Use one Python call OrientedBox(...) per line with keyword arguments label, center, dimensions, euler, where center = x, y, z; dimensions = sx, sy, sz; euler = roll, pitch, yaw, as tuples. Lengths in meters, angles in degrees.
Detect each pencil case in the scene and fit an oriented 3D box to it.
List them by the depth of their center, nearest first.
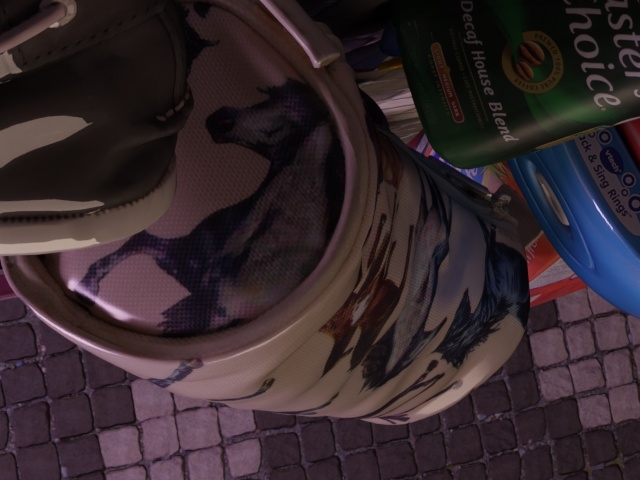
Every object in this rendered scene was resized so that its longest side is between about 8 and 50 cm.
OrientedBox(label="pencil case", center=(0.000, 0.000, 0.698), dimensions=(0.183, 0.160, 0.410), euler=(-53, 160, 3))

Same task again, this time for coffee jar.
OrientedBox(label="coffee jar", center=(0.127, -0.092, 0.563), dimensions=(0.184, 0.096, 0.079), euler=(-12, -169, 37))

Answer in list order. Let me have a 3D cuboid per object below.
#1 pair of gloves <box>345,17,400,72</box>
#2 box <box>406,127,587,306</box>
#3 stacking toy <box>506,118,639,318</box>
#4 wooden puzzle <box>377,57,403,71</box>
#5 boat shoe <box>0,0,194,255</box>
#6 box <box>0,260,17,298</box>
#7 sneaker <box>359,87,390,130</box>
OrientedBox(label="pair of gloves", center=(0.099, -0.126, 0.772), dimensions=(0.159, 0.023, 0.198), euler=(-13, 179, 44))
OrientedBox(label="box", center=(0.222, -0.060, 1.012), dimensions=(0.300, 0.142, 0.154), euler=(-16, 162, -35))
OrientedBox(label="stacking toy", center=(0.254, -0.092, 0.720), dimensions=(0.302, 0.175, 0.166), euler=(-28, 178, 0))
OrientedBox(label="wooden puzzle", center=(0.104, -0.132, 0.920), dimensions=(0.116, 0.014, 0.078), euler=(-11, -176, -25))
OrientedBox(label="boat shoe", center=(-0.202, -0.044, 0.381), dimensions=(0.335, 0.095, 0.112), euler=(-7, -145, -17))
OrientedBox(label="box", center=(-0.227, -0.015, 0.747), dimensions=(0.243, 0.117, 0.213), euler=(-10, 180, 30))
OrientedBox(label="sneaker", center=(0.000, -0.079, 1.023), dimensions=(0.121, 0.111, 0.300), euler=(-30, -175, -14))
